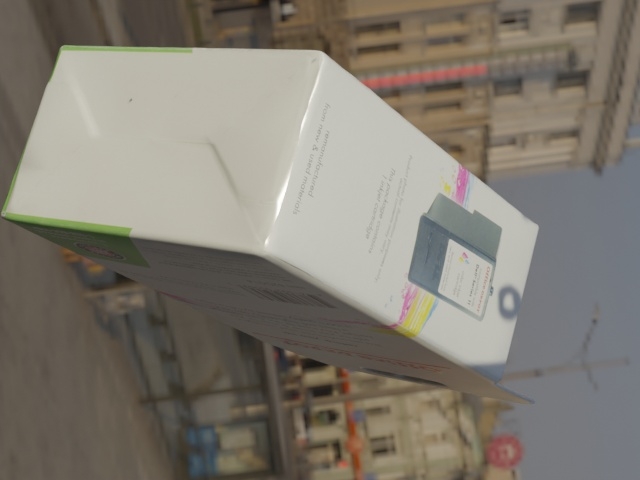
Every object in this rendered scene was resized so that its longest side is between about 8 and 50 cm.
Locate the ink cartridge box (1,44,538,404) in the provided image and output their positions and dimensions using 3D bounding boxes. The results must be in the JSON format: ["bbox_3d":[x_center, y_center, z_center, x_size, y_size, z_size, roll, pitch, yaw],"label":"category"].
[{"bbox_3d":[0.000,0.000,0.880,0.353,0.207,0.119,32,70,-52],"label":"ink cartridge box"}]
